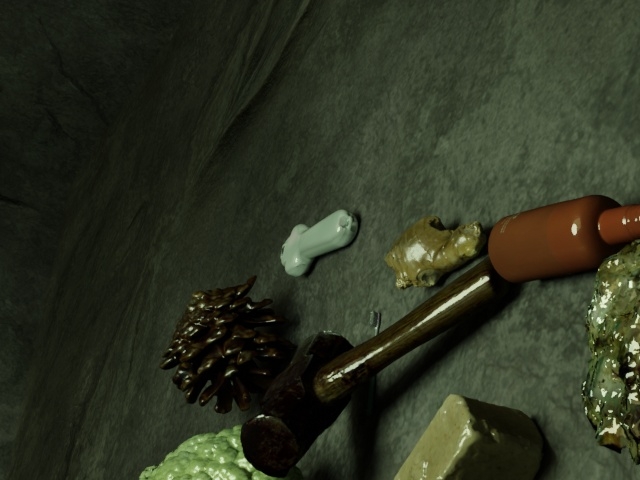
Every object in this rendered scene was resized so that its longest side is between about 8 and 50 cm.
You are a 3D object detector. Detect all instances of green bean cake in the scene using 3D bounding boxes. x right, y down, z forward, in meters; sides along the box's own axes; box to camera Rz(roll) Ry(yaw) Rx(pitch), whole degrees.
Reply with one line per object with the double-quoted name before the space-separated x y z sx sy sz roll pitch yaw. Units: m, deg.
"green bean cake" 0.155 0.263 1.339 0.179 0.109 0.085 -59 24 20

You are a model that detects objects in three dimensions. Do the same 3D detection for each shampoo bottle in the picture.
"shampoo bottle" 0.282 -0.004 1.333 0.244 0.085 0.086 -12 59 62

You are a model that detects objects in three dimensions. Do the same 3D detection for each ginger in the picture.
"ginger" 0.159 0.004 1.629 0.165 0.067 0.096 -26 45 41

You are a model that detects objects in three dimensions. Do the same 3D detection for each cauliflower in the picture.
"cauliflower" -0.123 0.398 1.684 0.272 0.250 0.275 -20 51 2

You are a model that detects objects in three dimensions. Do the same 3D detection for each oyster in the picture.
"oyster" 0.319 0.074 1.143 0.260 0.092 0.198 -56 17 7

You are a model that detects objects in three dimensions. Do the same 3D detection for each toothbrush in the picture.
"toothbrush" 0.073 0.173 1.731 0.011 0.014 0.167 -31 42 43

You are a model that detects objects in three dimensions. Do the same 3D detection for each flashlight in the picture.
"flashlight" 0.000 0.000 2.014 0.200 0.047 0.093 -28 46 54

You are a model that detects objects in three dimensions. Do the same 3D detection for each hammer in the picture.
"hammer" 0.087 0.143 1.568 0.408 0.095 0.242 -34 8 30

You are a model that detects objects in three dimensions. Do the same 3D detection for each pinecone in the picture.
"pinecone" -0.151 0.179 2.002 0.229 0.201 0.202 -42 -17 -30
